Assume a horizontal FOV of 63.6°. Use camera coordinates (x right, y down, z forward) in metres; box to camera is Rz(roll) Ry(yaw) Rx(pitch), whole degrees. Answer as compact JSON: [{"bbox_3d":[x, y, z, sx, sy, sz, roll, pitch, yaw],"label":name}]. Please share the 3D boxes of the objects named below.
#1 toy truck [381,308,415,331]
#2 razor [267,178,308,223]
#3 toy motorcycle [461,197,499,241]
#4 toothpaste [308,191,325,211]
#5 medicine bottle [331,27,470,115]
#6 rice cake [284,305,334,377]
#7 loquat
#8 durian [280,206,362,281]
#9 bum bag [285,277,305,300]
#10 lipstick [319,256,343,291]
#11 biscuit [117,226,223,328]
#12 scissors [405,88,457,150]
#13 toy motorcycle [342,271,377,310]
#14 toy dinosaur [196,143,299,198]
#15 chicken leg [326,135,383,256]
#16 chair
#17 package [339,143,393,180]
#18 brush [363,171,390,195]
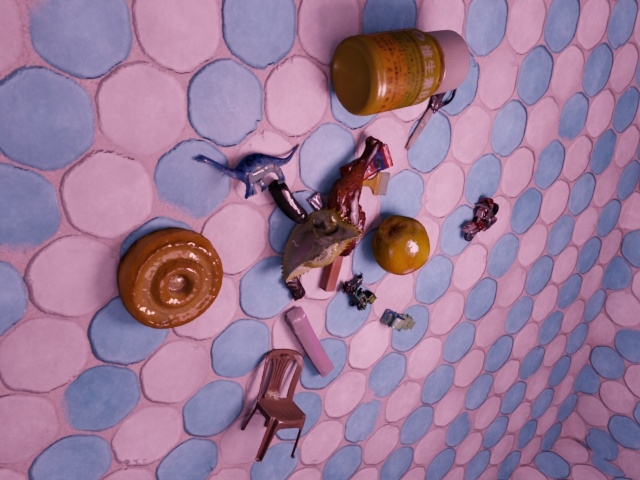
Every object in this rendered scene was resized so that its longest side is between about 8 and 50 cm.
[{"bbox_3d":[0.329,0.333,2.081,0.175,0.081,0.067,22,98,-40],"label":"toy truck"},{"bbox_3d":[-0.100,-0.116,1.554,0.054,0.090,0.148,-45,127,-12],"label":"razor"},{"bbox_3d":[0.659,-0.092,2.124,0.213,0.082,0.122,-45,131,-12],"label":"toy motorcycle"},{"bbox_3d":[0.012,-0.081,1.692,0.045,0.028,0.169,-40,127,-14],"label":"toothpaste"},{"bbox_3d":[0.243,-0.510,1.535,0.385,0.224,0.224,-20,121,-29],"label":"medicine bottle"},{"bbox_3d":[-0.035,0.374,1.851,0.073,0.056,0.364,-36,127,-16],"label":"rice cake"},{"bbox_3d":[0.297,0.030,1.844,0.213,0.213,0.246,-44,132,-12],"label":"loquat"},{"bbox_3d":[0.000,0.000,1.586,0.172,0.306,0.166,60,32,-9],"label":"durian"},{"bbox_3d":[-0.084,0.153,1.726,0.058,0.034,0.124,-49,132,-26],"label":"bum bag"},{"bbox_3d":[0.040,0.104,1.786,0.045,0.045,0.145,4,109,-35],"label":"lipstick"},{"bbox_3d":[-0.406,0.110,1.431,0.297,0.102,0.296,-14,116,-31],"label":"biscuit"},{"bbox_3d":[0.378,-0.440,1.799,0.109,0.022,0.300,31,92,-37],"label":"scissors"},{"bbox_3d":[0.138,0.189,1.892,0.100,0.058,0.173,-49,132,-17],"label":"toy motorcycle"},{"bbox_3d":[-0.181,-0.189,1.467,0.329,0.076,0.144,-14,86,-30],"label":"toy dinosaur"},{"bbox_3d":[0.106,-0.141,1.661,0.158,0.096,0.406,6,102,-40],"label":"chicken leg"},{"bbox_3d":[-0.135,0.563,1.783,0.176,0.183,0.326,12,104,-40],"label":"chair"},{"bbox_3d":[0.157,-0.246,1.721,0.200,0.022,0.083,-29,117,-21],"label":"package"},{"bbox_3d":[0.154,-0.196,1.754,0.205,0.011,0.083,-1,110,-35],"label":"brush"}]
